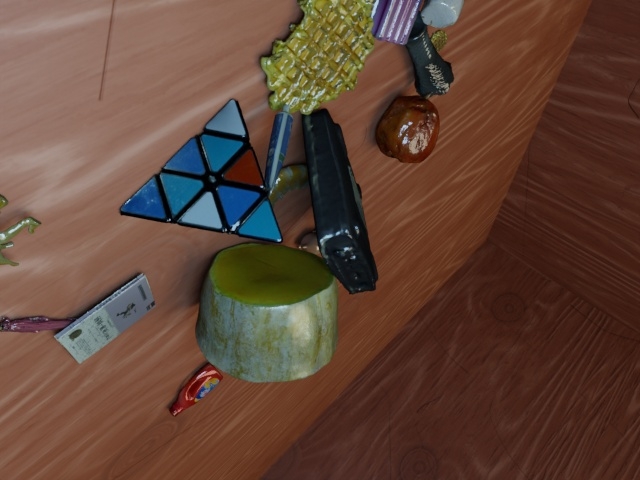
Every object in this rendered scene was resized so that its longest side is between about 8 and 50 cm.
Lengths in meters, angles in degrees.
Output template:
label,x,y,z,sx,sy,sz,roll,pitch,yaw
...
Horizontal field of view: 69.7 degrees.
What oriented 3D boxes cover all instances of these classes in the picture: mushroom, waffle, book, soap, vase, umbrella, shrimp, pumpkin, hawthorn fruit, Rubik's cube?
label,x,y,z,sx,sy,sz,roll,pitch,yaw
mushroom,0.280,-0.560,1.000,0.092,0.081,0.223,109,0,-63
waffle,0.001,-0.366,0.873,0.291,0.051,0.291,-32,148,-23
book,-0.402,0.151,0.881,0.182,0.014,0.127,-41,158,-30
soap,0.165,-0.518,0.950,0.122,0.065,0.203,-18,138,-51
vase,0.256,-0.461,1.143,0.115,0.115,0.237,-56,150,5
umbrella,-0.472,0.140,0.763,0.165,0.025,0.027,19,91,-66
shrimp,-0.081,-0.103,1.085,0.161,0.049,0.166,-19,140,-45
waffle,0.312,-0.525,1.243,0.078,0.016,0.085,-5,127,-52
pumpkin,-0.104,0.134,1.030,0.332,0.332,0.199,-22,136,-47
hawthorn fruit,0.234,-0.298,1.245,0.173,0.173,0.179,-33,126,-36
Rubik's cube,-0.159,-0.060,0.891,0.284,0.250,0.234,-53,174,-11

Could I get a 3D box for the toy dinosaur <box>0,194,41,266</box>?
label,x,y,z,sx,sy,sz,roll,pitch,yaw
toy dinosaur,-0.455,-0.006,0.596,0.126,0.039,0.162,-50,153,-3

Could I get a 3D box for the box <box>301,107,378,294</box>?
label,x,y,z,sx,sy,sz,roll,pitch,yaw
box,0.049,-0.078,1.052,0.091,0.350,0.359,-12,154,10

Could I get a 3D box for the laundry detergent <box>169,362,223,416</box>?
label,x,y,z,sx,sy,sz,roll,pitch,yaw
laundry detergent,-0.353,0.419,1.280,0.165,0.049,0.097,-43,145,-18

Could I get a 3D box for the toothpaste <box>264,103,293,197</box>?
label,x,y,z,sx,sy,sz,roll,pitch,yaw
toothpaste,-0.079,-0.166,0.845,0.057,0.035,0.197,145,-43,-65

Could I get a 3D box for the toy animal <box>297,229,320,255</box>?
label,x,y,z,sx,sy,sz,roll,pitch,yaw
toy animal,-0.002,0.006,1.315,0.150,0.083,0.089,-6,141,-42
